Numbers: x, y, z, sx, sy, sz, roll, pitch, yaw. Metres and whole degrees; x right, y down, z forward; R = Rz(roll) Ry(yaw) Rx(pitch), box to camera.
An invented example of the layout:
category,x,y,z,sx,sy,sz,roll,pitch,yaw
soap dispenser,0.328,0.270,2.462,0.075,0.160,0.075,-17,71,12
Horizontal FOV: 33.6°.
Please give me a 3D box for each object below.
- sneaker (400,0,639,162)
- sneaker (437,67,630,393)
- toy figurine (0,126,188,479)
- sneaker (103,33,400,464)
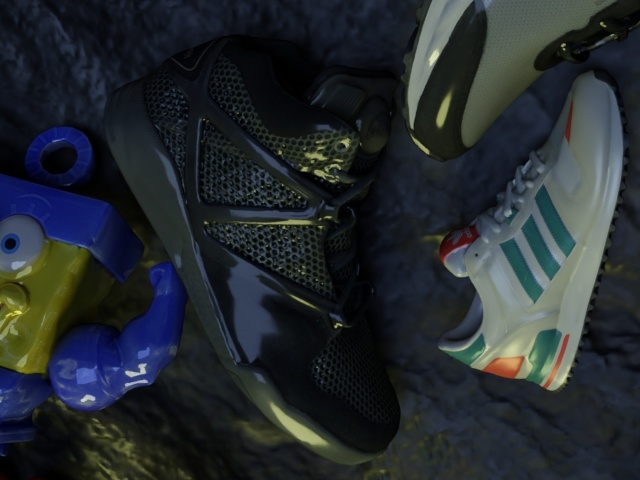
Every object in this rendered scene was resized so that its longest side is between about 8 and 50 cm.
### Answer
category,x,y,z,sx,sy,sz,roll,pitch,yaw
sneaker,0.137,-0.126,0.430,0.271,0.100,0.108,-45,79,21
sneaker,0.097,-0.005,0.509,0.075,0.057,0.161,10,112,5
toy figurine,-0.189,0.038,0.582,0.362,0.191,0.217,16,80,16
sneaker,0.000,0.000,0.520,0.130,0.087,0.228,-26,94,26
